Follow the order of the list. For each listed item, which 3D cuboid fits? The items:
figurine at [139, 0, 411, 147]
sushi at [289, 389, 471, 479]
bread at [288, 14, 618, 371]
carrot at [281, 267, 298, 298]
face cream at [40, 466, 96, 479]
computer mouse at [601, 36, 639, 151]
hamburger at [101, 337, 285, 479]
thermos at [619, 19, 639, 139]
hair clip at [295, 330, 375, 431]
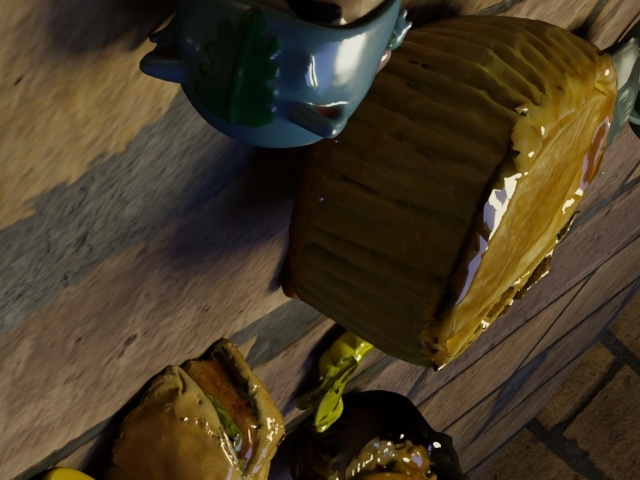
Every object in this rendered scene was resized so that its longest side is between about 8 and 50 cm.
[{"bbox_3d":[-0.002,-0.122,0.718,0.144,0.114,0.178,-60,171,24],"label":"figurine"},{"bbox_3d":[0.054,0.285,1.724,0.204,0.200,0.213,-22,148,-39],"label":"sushi"},{"bbox_3d":[0.091,-0.042,1.013,0.253,0.142,0.227,-35,142,-56],"label":"bread"},{"bbox_3d":[0.000,0.000,1.143,0.037,0.037,0.190,-36,164,-28],"label":"carrot"},{"bbox_3d":[-0.259,0.294,1.156,0.273,0.078,0.078,-49,164,14],"label":"face cream"},{"bbox_3d":[0.202,-0.093,1.336,0.379,0.090,0.167,-50,164,-4],"label":"computer mouse"},{"bbox_3d":[-0.119,0.217,1.226,0.124,0.131,0.262,-27,151,-49],"label":"hamburger"},{"bbox_3d":[0.390,-0.201,1.455,0.182,0.145,0.286,6,137,-29],"label":"thermos"},{"bbox_3d":[0.024,0.126,1.509,0.072,0.046,0.173,-39,165,-33],"label":"hair clip"}]
